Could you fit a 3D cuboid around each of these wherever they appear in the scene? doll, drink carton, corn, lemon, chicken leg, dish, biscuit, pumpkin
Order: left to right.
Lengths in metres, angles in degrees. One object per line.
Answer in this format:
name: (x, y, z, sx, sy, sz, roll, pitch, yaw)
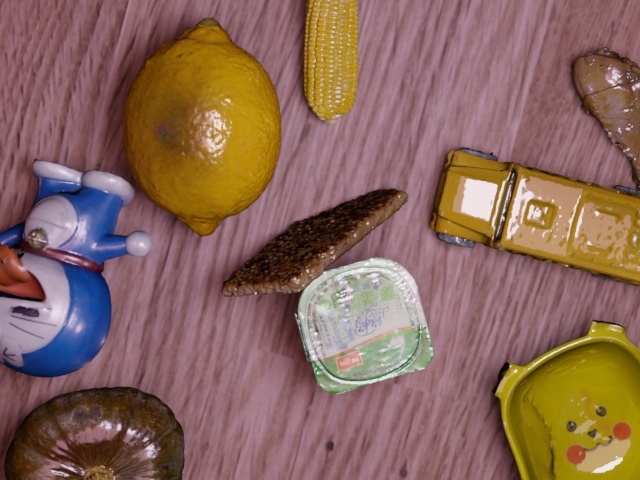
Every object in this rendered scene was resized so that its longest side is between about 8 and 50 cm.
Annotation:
doll: (-0.310, 0.034, 1.684, 0.215, 0.161, 0.256, 9, 82, 24)
pumpkin: (-0.269, 0.282, 1.706, 0.219, 0.162, 0.219, -1, 96, -7)
lemon: (-0.137, -0.131, 1.667, 0.188, 0.188, 0.256, -1, 97, -3)
biscuit: (-0.006, -0.002, 1.706, 0.237, 0.131, 0.026, -40, 117, -40)
corn: (0.012, -0.241, 1.712, 0.067, 0.067, 0.206, -1, 106, -3)
drink carton: (0.044, 0.088, 1.715, 0.146, 0.142, 0.144, -15, 98, -1)
dish: (0.329, 0.229, 1.759, 0.221, 0.108, 0.262, -28, 97, 0)
chicken leg: (0.378, -0.146, 1.754, 0.085, 0.069, 0.198, -27, 103, 1)

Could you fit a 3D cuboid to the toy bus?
toy bus: (0.308, -0.019, 1.729, 0.336, 0.123, 0.121, 14, 95, -5)
